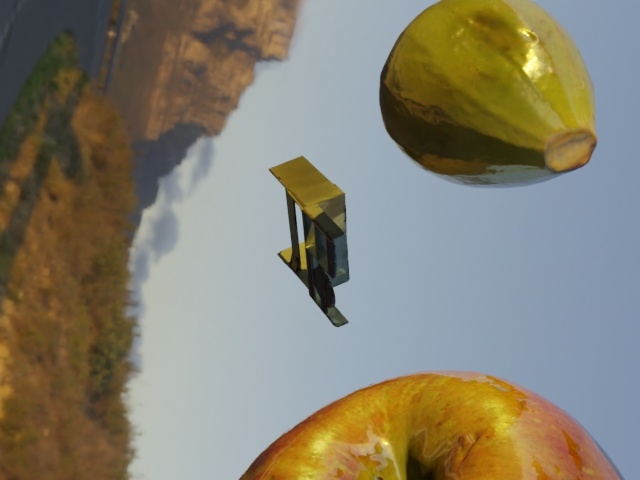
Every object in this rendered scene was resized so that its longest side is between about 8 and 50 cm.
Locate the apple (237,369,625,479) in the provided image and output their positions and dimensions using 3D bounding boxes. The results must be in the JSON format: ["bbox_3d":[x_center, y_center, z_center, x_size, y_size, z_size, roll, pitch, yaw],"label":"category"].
[{"bbox_3d":[0.090,0.305,0.826,0.384,0.374,0.374,-39,166,-38],"label":"apple"}]

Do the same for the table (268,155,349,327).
[{"bbox_3d":[0.000,0.000,1.293,0.175,0.062,0.146,47,-29,43],"label":"table"}]

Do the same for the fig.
[{"bbox_3d":[0.179,-0.154,1.032,0.230,0.207,0.207,3,-101,54],"label":"fig"}]
